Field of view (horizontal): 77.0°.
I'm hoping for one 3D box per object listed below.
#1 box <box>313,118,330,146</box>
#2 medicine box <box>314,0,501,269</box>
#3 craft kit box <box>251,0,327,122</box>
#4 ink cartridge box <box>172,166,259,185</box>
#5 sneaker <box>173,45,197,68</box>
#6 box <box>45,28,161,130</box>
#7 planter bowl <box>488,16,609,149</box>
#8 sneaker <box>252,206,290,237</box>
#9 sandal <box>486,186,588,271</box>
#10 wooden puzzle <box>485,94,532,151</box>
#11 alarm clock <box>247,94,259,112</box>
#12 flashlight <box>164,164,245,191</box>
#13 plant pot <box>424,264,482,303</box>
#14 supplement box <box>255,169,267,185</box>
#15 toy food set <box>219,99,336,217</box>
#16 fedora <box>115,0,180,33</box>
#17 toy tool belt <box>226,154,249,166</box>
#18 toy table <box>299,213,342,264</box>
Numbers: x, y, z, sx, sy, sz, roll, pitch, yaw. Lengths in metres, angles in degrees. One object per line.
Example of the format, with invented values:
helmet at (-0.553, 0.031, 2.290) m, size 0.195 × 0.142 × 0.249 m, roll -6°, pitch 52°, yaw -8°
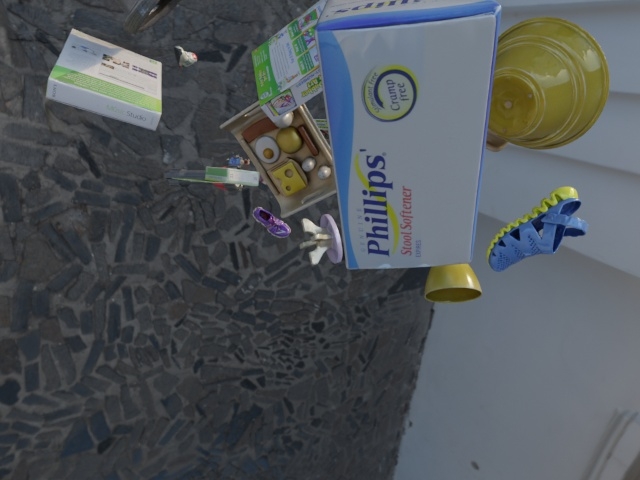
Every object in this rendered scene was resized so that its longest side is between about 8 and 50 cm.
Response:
box at (0.042, -0.349, 1.373) m, size 0.207 × 0.114 × 0.036 m, roll 28°, pitch 74°, yaw -63°
medicine box at (0.094, -0.155, 0.491) m, size 0.149 × 0.289 × 0.263 m, roll -4°, pitch 128°, yaw 9°
craft kit box at (-0.030, -0.403, 0.869) m, size 0.247 × 0.249 × 0.061 m, roll -26°, pitch 139°, yaw 16°
ink cartridge box at (-0.347, -0.217, 1.338) m, size 0.235 × 0.171 × 0.056 m, roll 1°, pitch 99°, yaw -39°
sneaker at (-0.515, -0.709, 1.546) m, size 0.076 × 0.161 × 0.057 m, roll -21°, pitch 102°, yaw -14°
box at (-0.530, -0.413, 1.025) m, size 0.233 × 0.321 × 0.058 m, roll 12°, pitch 127°, yaw -30°
planter bowl at (0.329, -0.235, 0.658) m, size 0.090 × 0.217 × 0.217 m, roll -31°, pitch 128°, yaw -25°
sneaker at (-0.190, -0.067, 1.570) m, size 0.170 × 0.071 × 0.068 m, roll 34°, pitch 81°, yaw -19°
sandal at (0.630, -0.010, 1.170) m, size 0.126 × 0.138 × 0.317 m, roll 21°, pitch 123°, yaw -38°
wooden puzzle at (0.359, -0.302, 0.835) m, size 0.239 × 0.221 × 0.044 m, roll -42°, pitch 142°, yaw -1°
alarm clock at (-0.218, -0.478, 1.590) m, size 0.130 × 0.064 × 0.191 m, roll -17°, pitch 83°, yaw 3°
flashlight at (-0.444, -0.243, 1.569) m, size 0.103 × 0.304 × 0.103 m, roll -66°, pitch 151°, yaw -42°
plant pot at (0.323, 0.092, 0.996) m, size 0.134 × 0.134 × 0.095 m, roll 27°, pitch 56°, yaw -41°
supplement box at (-0.281, -0.314, 1.969) m, size 0.083 × 0.043 × 0.055 m, roll 33°, pitch 105°, yaw -24°
toy food set at (-0.097, -0.227, 1.082) m, size 0.220 × 0.092 × 0.306 m, roll -25°, pitch 109°, yaw 22°
fedora at (-0.414, -0.625, 0.967) m, size 0.244 × 0.275 × 0.124 m, roll -27°, pitch 123°, yaw 33°
toy tool belt at (-0.331, -0.316, 1.611) m, size 0.051 × 0.084 × 0.052 m, roll 44°, pitch 48°, yaw -68°
toy table at (0.000, 0.000, 2.178) m, size 0.161 × 0.274 × 0.252 m, roll -11°, pitch 161°, yaw -24°
